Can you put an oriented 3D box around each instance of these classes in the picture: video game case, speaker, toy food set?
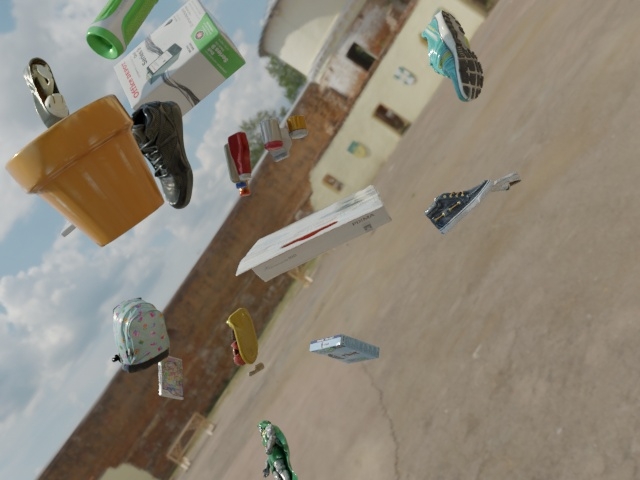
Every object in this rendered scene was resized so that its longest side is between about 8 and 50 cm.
[{"bbox_3d":[-0.623,-0.089,1.816,0.157,0.019,0.143,-38,23,14],"label":"video game case"},{"bbox_3d":[-0.607,-0.706,2.096,0.131,0.131,0.296,126,168,-63],"label":"speaker"},{"bbox_3d":[-0.253,0.322,2.111,0.071,0.217,0.128,-11,7,19],"label":"toy food set"},{"bbox_3d":[-0.434,0.396,1.959,0.011,0.087,0.121,-24,58,26],"label":"video game case"},{"bbox_3d":[-0.123,-0.172,1.401,0.232,0.104,0.111,-18,-9,38],"label":"toy food set"}]

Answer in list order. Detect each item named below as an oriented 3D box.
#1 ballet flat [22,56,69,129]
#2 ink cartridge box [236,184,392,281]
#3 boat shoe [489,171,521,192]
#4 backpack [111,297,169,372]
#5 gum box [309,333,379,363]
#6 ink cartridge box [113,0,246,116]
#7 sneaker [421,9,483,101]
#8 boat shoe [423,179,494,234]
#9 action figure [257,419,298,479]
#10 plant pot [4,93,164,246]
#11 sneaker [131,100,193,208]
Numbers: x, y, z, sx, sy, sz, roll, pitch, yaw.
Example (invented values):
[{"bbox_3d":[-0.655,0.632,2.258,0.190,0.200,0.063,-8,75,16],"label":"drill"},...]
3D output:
[{"bbox_3d":[-0.647,-0.344,1.607,0.072,0.213,0.068,-16,-19,-48],"label":"ballet flat"},{"bbox_3d":[0.000,0.000,1.406,0.308,0.091,0.385,-25,9,5],"label":"ink cartridge box"},{"bbox_3d":[0.515,-0.155,1.883,0.100,0.035,0.035,-25,-28,-10],"label":"boat shoe"},{"bbox_3d":[-0.464,0.239,1.754,0.152,0.115,0.181,-28,-59,-42],"label":"backpack"},{"bbox_3d":[0.084,0.376,2.330,0.157,0.184,0.041,-21,53,45],"label":"gum box"},{"bbox_3d":[-0.362,-0.445,1.717,0.289,0.211,0.121,-38,-39,8],"label":"ink cartridge box"},{"bbox_3d":[0.349,-0.477,1.794,0.107,0.275,0.110,5,-30,-40],"label":"sneaker"},{"bbox_3d":[0.348,-0.104,1.706,0.183,0.083,0.065,-45,-1,11],"label":"boat shoe"},{"bbox_3d":[-0.099,0.495,1.527,0.232,0.064,0.137,-123,34,-54],"label":"action figure"},{"bbox_3d":[-0.359,-0.100,1.089,0.205,0.187,0.205,-33,13,9],"label":"plant pot"},{"bbox_3d":[-0.335,-0.172,1.377,0.087,0.227,0.130,-5,5,36],"label":"sneaker"}]
